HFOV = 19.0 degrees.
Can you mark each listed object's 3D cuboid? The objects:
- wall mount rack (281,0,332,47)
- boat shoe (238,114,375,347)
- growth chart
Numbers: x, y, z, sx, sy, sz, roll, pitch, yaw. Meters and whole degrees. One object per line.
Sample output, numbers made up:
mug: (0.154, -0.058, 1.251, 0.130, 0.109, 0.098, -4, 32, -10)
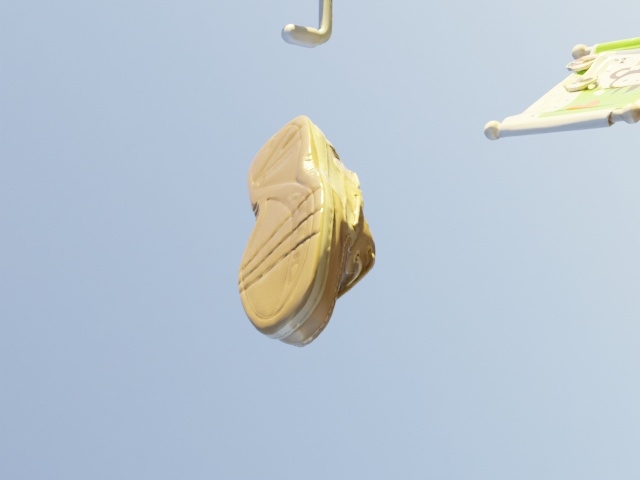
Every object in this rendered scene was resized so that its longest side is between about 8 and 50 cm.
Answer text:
wall mount rack: (-0.082, -0.282, 1.503, 0.304, 0.350, 0.130, 17, -123, -21)
boat shoe: (0.000, 0.000, 0.943, 0.059, 0.063, 0.170, 39, -154, -22)
growth chart: (0.243, -0.132, 1.588, 0.237, 0.172, 0.021, -39, -66, -51)
